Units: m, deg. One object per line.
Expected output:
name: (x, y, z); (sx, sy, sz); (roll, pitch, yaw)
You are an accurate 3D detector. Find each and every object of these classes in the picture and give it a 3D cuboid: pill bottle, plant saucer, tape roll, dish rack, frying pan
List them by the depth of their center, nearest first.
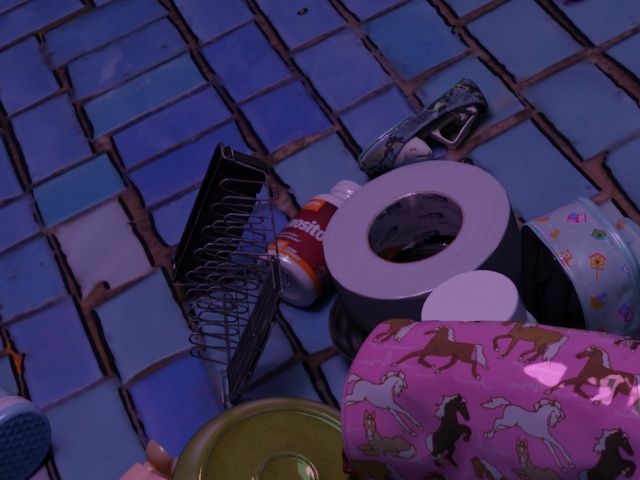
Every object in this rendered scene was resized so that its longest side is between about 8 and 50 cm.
pill bottle: (0.176, 0.137, 1.788); (0.119, 0.208, 0.119); (-14, 40, 12)
plant saucer: (-0.034, 0.253, 1.823); (0.241, 0.037, 0.241); (2, 51, -3)
tape roll: (0.115, 0.009, 2.000); (0.219, 0.072, 0.219); (-13, 41, 12)
dish rack: (-0.104, 0.044, 2.054); (0.074, 0.208, 0.271); (10, 39, -17)
frying pan: (0.103, 0.041, 2.060); (0.197, 0.053, 0.326); (-15, 38, 9)
pill bottle: (0.000, 0.000, 2.129); (0.086, 0.086, 0.152); (16, 53, 39)

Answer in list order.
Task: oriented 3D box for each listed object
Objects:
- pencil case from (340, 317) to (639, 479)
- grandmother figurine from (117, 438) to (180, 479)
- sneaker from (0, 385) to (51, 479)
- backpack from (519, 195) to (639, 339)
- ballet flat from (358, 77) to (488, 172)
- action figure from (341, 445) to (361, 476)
pencil case: (0.206, 0.164, 1.554); (0.386, 0.167, 0.160); (3, 56, 39)
grandmother figurine: (-0.260, 0.362, 1.849); (0.342, 0.104, 0.208); (-42, 23, -16)
sneaker: (-0.488, 0.259, 2.054); (0.319, 0.127, 0.208); (-32, 41, -25)
backpack: (0.285, 0.051, 1.848); (0.144, 0.188, 0.166); (-26, 38, -3)
ballet flat: (0.135, -0.133, 2.237); (0.188, 0.070, 0.070); (-38, 41, -11)
action figure: (0.136, 0.255, 1.706); (0.280, 0.139, 0.091); (19, 57, 17)
